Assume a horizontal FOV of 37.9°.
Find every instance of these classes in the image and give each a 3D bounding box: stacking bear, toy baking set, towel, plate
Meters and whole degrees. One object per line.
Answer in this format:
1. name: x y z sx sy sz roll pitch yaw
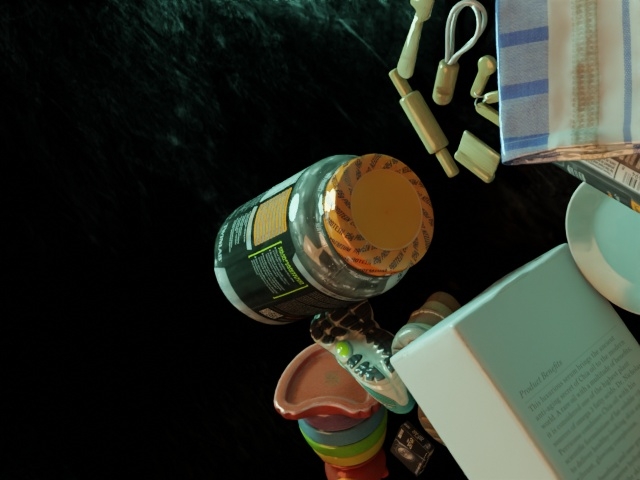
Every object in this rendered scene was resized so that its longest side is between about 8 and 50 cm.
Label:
1. stacking bear: 0.044 0.323 1.595 0.175 0.164 0.289 -4 130 13
2. toy baking set: 0.169 -0.197 1.169 0.256 0.030 0.197 57 142 3
3. towel: 0.297 -0.182 0.876 0.285 0.034 0.209 -4 84 34
4. plate: 0.367 0.001 1.066 0.188 0.024 0.188 30 135 35

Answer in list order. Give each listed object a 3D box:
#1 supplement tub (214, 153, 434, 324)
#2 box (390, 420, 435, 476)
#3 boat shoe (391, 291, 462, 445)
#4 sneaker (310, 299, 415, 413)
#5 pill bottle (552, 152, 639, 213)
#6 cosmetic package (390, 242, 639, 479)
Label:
1. supplement tub: 0.000 0.000 1.365 0.338 0.207 0.207 -23 96 55
2. box: 0.157 0.356 1.593 0.067 0.018 0.083 42 142 23
3. boat shoe: 0.202 0.200 1.344 0.123 0.116 0.324 10 143 30
4. sneaker: 0.065 0.175 1.450 0.110 0.107 0.275 60 176 -31
5. pill bottle: 0.315 -0.111 0.958 0.245 0.130 0.130 37 139 30
6. cosmetic package: 0.318 0.260 1.138 0.453 0.230 0.161 57 146 5
